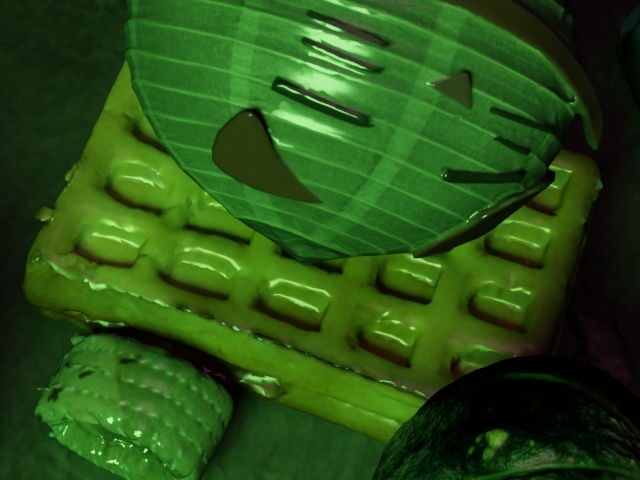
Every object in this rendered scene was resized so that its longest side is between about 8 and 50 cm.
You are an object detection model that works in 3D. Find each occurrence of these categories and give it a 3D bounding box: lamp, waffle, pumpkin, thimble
[{"bbox_3d":[0.020,-0.098,0.988,0.265,0.233,0.233,15,59,-14],"label":"lamp"},{"bbox_3d":[0.000,0.000,1.109,0.327,0.098,0.224,18,58,5],"label":"waffle"},{"bbox_3d":[0.126,0.167,0.922,0.220,0.162,0.221,37,36,-33],"label":"pumpkin"},{"bbox_3d":[-0.110,0.100,1.039,0.110,0.084,0.062,25,61,5],"label":"thimble"}]

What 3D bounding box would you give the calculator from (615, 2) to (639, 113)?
[{"bbox_3d":[0.315,-0.064,1.208,0.172,0.051,0.293,-10,63,-14],"label":"calculator"}]
